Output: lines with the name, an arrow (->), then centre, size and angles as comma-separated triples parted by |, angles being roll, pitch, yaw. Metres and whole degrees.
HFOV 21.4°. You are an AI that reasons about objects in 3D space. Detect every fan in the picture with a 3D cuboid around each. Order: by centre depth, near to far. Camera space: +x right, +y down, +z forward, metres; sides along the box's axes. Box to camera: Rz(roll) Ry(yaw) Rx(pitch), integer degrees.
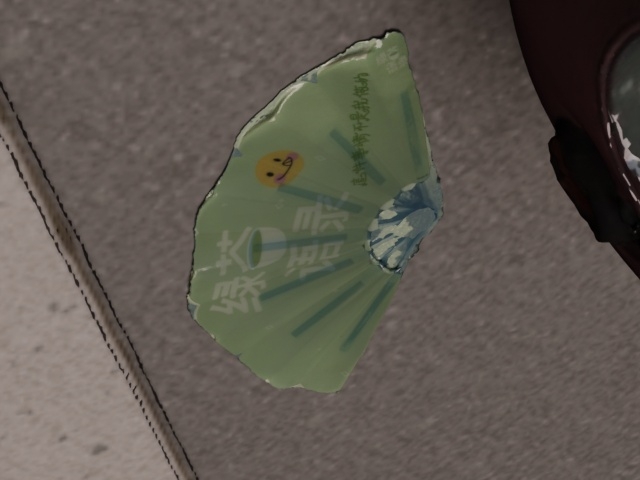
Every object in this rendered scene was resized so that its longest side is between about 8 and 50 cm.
fan -> 0.000, 0.000, 0.813 | 0.131, 0.009, 0.240 | -9, 136, -17

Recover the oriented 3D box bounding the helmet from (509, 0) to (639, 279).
helmet -> 0.179, -0.130, 0.633 | 0.271, 0.197, 0.338 | -30, 148, -9
